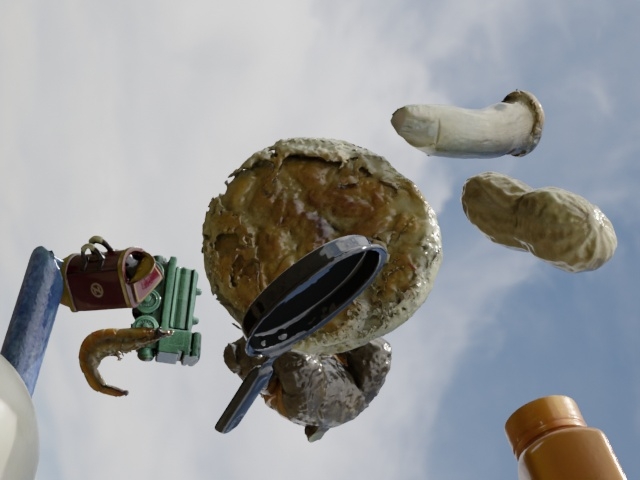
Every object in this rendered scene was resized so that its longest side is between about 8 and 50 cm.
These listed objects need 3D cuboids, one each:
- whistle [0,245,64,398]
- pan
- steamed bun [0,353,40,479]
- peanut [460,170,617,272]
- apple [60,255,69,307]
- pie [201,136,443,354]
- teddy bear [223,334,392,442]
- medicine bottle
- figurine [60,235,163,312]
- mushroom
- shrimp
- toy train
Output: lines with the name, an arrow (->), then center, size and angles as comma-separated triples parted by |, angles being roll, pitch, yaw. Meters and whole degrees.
whistle -> -0.399, 0.148, 1.573 | 0.062, 0.062, 0.304 | 123, -20, -56
pan -> -0.032, 0.077, 0.945 | 0.028, 0.136, 0.235 | 49, -56, 20
steamed bun -> -0.456, 0.216, 1.126 | 0.334, 0.374, 0.333 | 0, -89, 34
peanut -> 0.342, -0.037, 1.893 | 0.298, 0.120, 0.136 | 24, -37, 47
apple -> -0.364, 0.065, 1.753 | 0.074, 0.090, 0.089 | -68, -154, 23
pie -> 0.000, 0.000, 1.305 | 0.055, 0.274, 0.274 | 79, 4, -66
teddy bear -> -0.029, 0.162, 1.471 | 0.190, 0.177, 0.140 | 29, -63, 45
medicine bottle -> 0.314, 0.310, 1.458 | 0.149, 0.112, 0.222 | 77, -4, -49
figurine -> -0.289, 0.038, 1.623 | 0.154, 0.082, 0.098 | -8, -64, 33
mushroom -> 0.175, -0.133, 1.370 | 0.084, 0.209, 0.071 | -51, -125, 44
shrimp -> -0.241, 0.147, 1.475 | 0.025, 0.127, 0.091 | -26, 97, -85
toy train -> -0.230, 0.104, 1.760 | 0.071, 0.111, 0.170 | 119, -23, -61
